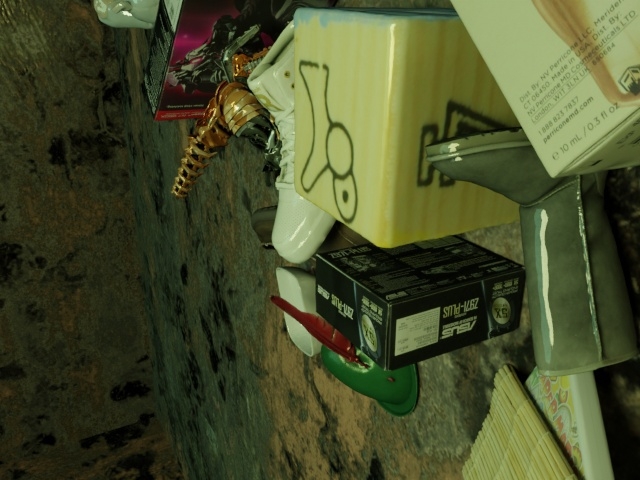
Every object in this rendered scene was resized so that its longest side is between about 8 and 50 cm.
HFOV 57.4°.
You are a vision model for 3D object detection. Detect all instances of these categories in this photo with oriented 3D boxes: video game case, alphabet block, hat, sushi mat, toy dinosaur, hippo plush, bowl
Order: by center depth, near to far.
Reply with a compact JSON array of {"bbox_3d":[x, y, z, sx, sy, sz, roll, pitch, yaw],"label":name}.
[{"bbox_3d":[0.180,0.239,0.534,0.316,0.019,0.151,-66,-10,-79],"label":"sushi mat"},{"bbox_3d":[0.206,0.228,0.549,0.227,0.026,0.206,-71,-4,-50],"label":"video game case"},{"bbox_3d":[0.093,-0.127,0.590,0.192,0.193,0.197,40,134,54],"label":"alphabet block"},{"bbox_3d":[-0.088,-0.185,0.867,0.322,0.218,0.164,-29,36,22],"label":"toy dinosaur"},{"bbox_3d":[0.017,0.185,0.868,0.173,0.183,0.208,-51,56,57],"label":"hat"},{"bbox_3d":[-0.023,0.110,0.971,0.142,0.053,0.142,-165,63,-68],"label":"bowl"},{"bbox_3d":[-0.345,-0.472,1.107,0.236,0.234,0.294,-95,-12,-69],"label":"hippo plush"}]

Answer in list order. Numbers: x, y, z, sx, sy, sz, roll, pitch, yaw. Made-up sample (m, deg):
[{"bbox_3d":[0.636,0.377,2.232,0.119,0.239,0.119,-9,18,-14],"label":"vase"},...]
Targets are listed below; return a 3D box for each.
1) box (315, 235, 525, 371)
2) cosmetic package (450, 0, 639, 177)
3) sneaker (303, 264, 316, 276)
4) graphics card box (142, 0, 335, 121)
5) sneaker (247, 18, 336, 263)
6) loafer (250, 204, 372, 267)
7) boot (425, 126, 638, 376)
[{"bbox_3d":[0.106,0.057,0.650,0.147,0.180,0.077,33,128,55],"label":"box"},{"bbox_3d":[0.187,-0.207,0.427,0.296,0.153,0.129,67,149,19],"label":"cosmetic package"},{"bbox_3d":[-0.030,0.075,1.045,0.134,0.070,0.051,-36,67,60],"label":"sneaker"},{"bbox_3d":[-0.133,-0.322,0.910,0.371,0.233,0.094,-44,60,58],"label":"graphics card box"},{"bbox_3d":[-0.037,-0.131,0.730,0.108,0.169,0.292,8,76,53],"label":"sneaker"},{"bbox_3d":[0.000,0.000,0.885,0.366,0.134,0.130,-4,97,63],"label":"loafer"},{"bbox_3d":[0.182,0.009,0.495,0.076,0.190,0.208,-147,54,-75],"label":"boot"}]
